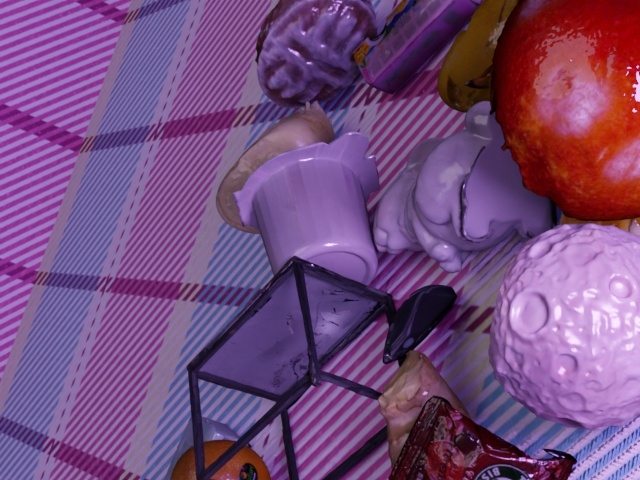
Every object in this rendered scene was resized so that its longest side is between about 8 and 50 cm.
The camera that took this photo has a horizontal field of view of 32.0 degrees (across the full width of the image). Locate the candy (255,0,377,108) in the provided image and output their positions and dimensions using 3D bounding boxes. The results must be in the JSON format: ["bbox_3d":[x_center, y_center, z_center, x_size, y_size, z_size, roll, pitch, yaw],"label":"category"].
[{"bbox_3d":[-0.011,-0.406,2.272,0.289,0.214,0.157,-45,32,30],"label":"candy"}]

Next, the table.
[{"bbox_3d":[-0.039,0.257,1.885,0.335,0.222,0.272,-47,35,31],"label":"table"}]

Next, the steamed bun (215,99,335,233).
[{"bbox_3d":[-0.065,-0.131,2.207,0.273,0.166,0.232,-46,-4,20],"label":"steamed bun"}]

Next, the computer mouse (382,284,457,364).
[{"bbox_3d":[0.148,0.122,1.751,0.062,0.192,0.106,42,135,13],"label":"computer mouse"}]

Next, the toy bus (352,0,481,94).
[{"bbox_3d":[0.184,-0.400,2.092,0.274,0.090,0.112,-44,45,32],"label":"toy bus"}]

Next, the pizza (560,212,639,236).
[{"bbox_3d":[0.390,-0.029,1.583,0.134,0.046,0.175,-49,36,26],"label":"pizza"}]

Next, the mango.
[{"bbox_3d":[0.287,-0.311,1.845,0.262,0.130,0.167,-48,33,36],"label":"mango"}]

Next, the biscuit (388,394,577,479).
[{"bbox_3d":[0.218,0.316,1.503,0.235,0.063,0.151,24,98,17],"label":"biscuit"}]

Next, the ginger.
[{"bbox_3d":[0.160,0.292,1.640,0.138,0.152,0.267,-30,63,11],"label":"ginger"}]

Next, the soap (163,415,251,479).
[{"bbox_3d":[-0.243,0.475,2.173,0.150,0.094,0.261,20,88,58],"label":"soap"}]

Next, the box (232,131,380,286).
[{"bbox_3d":[0.013,-0.023,1.964,0.291,0.262,0.206,-43,45,32],"label":"box"}]

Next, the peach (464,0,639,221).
[{"bbox_3d":[0.405,-0.213,1.374,0.310,0.406,0.335,-36,81,47],"label":"peach"}]

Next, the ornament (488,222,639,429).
[{"bbox_3d":[0.339,0.107,1.387,0.225,0.259,0.259,13,80,23],"label":"ornament"}]

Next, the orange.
[{"bbox_3d":[-0.177,0.457,1.995,0.206,0.206,0.206,-34,44,41],"label":"orange"}]

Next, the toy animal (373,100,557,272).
[{"bbox_3d":[0.205,-0.077,1.782,0.357,0.194,0.258,3,83,65],"label":"toy animal"}]
